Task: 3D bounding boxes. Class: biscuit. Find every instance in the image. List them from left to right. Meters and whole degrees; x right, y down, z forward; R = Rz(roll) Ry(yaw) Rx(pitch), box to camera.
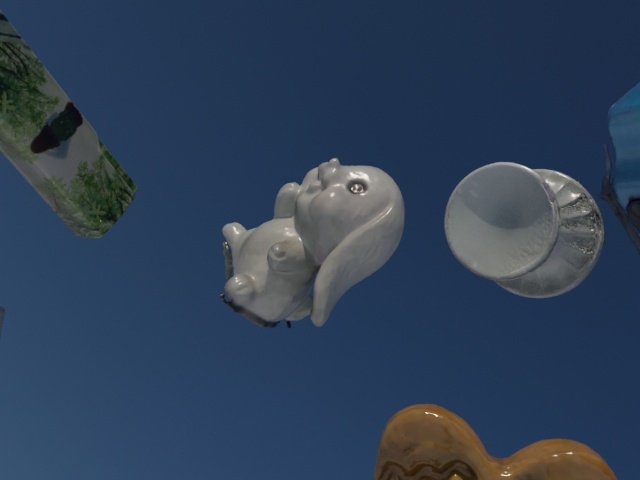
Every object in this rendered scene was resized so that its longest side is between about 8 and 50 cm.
[{"bbox_3d":[0.103,0.307,0.680,0.275,0.052,0.355,17,-79,8],"label":"biscuit"}]

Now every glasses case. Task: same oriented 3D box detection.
[{"bbox_3d":[-0.323,-0.128,1.014,0.062,0.095,0.272,6,-39,42],"label":"glasses case"}]

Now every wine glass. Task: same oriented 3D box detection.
[{"bbox_3d":[0.233,-0.013,1.022,0.164,0.196,0.165,-2,-94,29],"label":"wine glass"}]

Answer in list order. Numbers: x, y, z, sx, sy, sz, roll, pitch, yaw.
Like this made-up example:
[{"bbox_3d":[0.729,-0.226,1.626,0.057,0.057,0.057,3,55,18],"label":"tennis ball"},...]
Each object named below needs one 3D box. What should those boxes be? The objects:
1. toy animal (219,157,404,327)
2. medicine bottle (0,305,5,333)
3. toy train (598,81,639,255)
[{"bbox_3d":[-0.009,0.016,1.281,0.289,0.249,0.174,-25,-54,32],"label":"toy animal"},{"bbox_3d":[-0.445,0.154,1.043,0.105,0.105,0.168,13,-89,36],"label":"medicine bottle"},{"bbox_3d":[0.332,-0.021,0.509,0.300,0.265,0.188,55,-13,-9],"label":"toy train"}]
